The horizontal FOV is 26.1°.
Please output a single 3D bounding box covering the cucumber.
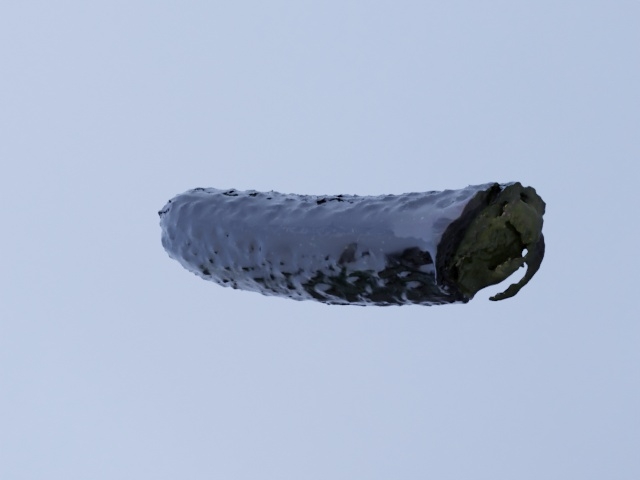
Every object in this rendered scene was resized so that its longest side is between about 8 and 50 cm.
[{"bbox_3d":[0.000,0.003,0.729,0.067,0.245,0.067,2,-93,-49],"label":"cucumber"}]
